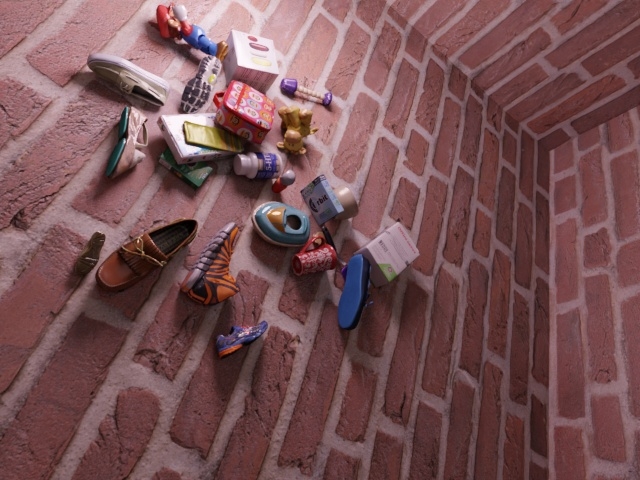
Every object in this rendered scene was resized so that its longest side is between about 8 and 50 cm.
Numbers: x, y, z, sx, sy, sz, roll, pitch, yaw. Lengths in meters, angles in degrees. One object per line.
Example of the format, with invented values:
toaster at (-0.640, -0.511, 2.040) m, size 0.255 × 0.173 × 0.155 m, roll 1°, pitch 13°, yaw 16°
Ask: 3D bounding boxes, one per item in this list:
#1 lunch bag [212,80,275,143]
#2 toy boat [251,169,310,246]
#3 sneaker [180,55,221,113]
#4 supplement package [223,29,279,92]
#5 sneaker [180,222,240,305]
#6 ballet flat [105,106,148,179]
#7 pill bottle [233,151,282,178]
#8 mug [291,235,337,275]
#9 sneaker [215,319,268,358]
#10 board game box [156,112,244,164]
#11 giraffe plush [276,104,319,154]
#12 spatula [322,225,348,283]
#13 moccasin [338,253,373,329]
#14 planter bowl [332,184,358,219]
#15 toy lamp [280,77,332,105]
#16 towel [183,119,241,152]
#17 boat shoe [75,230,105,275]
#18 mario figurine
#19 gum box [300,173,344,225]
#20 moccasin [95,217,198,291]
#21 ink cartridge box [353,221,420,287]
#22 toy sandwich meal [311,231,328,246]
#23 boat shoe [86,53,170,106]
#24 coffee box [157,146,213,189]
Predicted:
lunch bag at (-0.330, -0.555, 1.860) m, size 0.258 × 0.120 × 0.293 m, roll 26°, pitch 36°, yaw -20°
toy boat at (-0.155, -0.133, 1.826) m, size 0.267 × 0.148 × 0.318 m, roll 10°, pitch 66°, yaw -31°
sneaker at (-0.489, -0.638, 1.838) m, size 0.107 × 0.110 × 0.275 m, roll 26°, pitch 74°, yaw -3°
supplement package at (-0.322, -0.811, 1.995) m, size 0.203 × 0.149 × 0.194 m, roll -2°, pitch 72°, yaw -34°
sneaker at (-0.360, 0.098, 1.621) m, size 0.180 × 0.124 × 0.321 m, roll 38°, pitch 65°, yaw -20°
ballet flat at (-0.684, -0.345, 1.585) m, size 0.106 × 0.107 × 0.316 m, roll 25°, pitch 58°, yaw -40°
pill bottle at (-0.266, -0.317, 1.850) m, size 0.186 × 0.112 × 0.112 m, roll -5°, pitch 74°, yaw -36°
mug at (-0.036, 0.071, 1.852) m, size 0.169 × 0.113 × 0.150 m, roll -13°, pitch 77°, yaw -33°
sneaker at (-0.283, 0.339, 1.587) m, size 0.221 × 0.083 × 0.087 m, roll -24°, pitch 77°, yaw -42°
board game box at (-0.472, -0.415, 1.753) m, size 0.305 × 0.053 × 0.193 m, roll -20°, pitch 79°, yaw -47°
giraffe plush at (-0.121, -0.491, 2.015) m, size 0.210 × 0.181 × 0.170 m, roll 49°, pitch 54°, yaw -53°
spatula at (0.080, 0.068, 1.957) m, size 0.084 × 0.030 × 0.296 m, roll -35°, pitch 99°, yaw -38°
moccasin at (0.173, 0.228, 1.898) m, size 0.117 × 0.137 × 0.342 m, roll 34°, pitch 63°, yaw -38°
planter bowl at (0.085, -0.160, 2.008) m, size 0.109 × 0.162 × 0.162 m, roll -29°, pitch 89°, yaw -19°
toy lamp at (-0.072, -0.742, 2.186) m, size 0.274 × 0.080 × 0.080 m, roll 10°, pitch 66°, yaw -32°
towel at (-0.424, -0.410, 1.738) m, size 0.237 × 0.021 × 0.102 m, roll 4°, pitch 61°, yaw -41°
boat shoe at (-0.748, 0.043, 1.418) m, size 0.056 × 0.048 × 0.153 m, roll 29°, pitch 63°, yaw -36°
mario figurine at (-0.536, -0.902, 1.855) m, size 0.320 × 0.198 × 0.170 m, roll 29°, pitch 53°, yaw -14°
gum box at (0.005, -0.178, 1.948) m, size 0.041 × 0.157 × 0.184 m, roll -28°, pitch 88°, yaw -39°
moccasin at (-0.569, 0.038, 1.470) m, size 0.380 × 0.147 × 0.139 m, roll -33°, pitch 91°, yaw -39°
ink cartridge box at (0.320, 0.066, 2.089) m, size 0.273 × 0.115 × 0.198 m, roll -34°, pitch 92°, yaw -38°
toy sandwich meal at (0.000, 0.000, 1.955) m, size 0.085 × 0.029 × 0.086 m, roll 25°, pitch 49°, yaw -32°
boat shoe at (-0.724, -0.608, 1.664) m, size 0.302 × 0.109 × 0.094 m, roll 14°, pitch 66°, yaw -33°
coffee box at (-0.526, -0.293, 1.706) m, size 0.184 × 0.040 × 0.113 m, roll 37°, pitch 52°, yaw -16°
